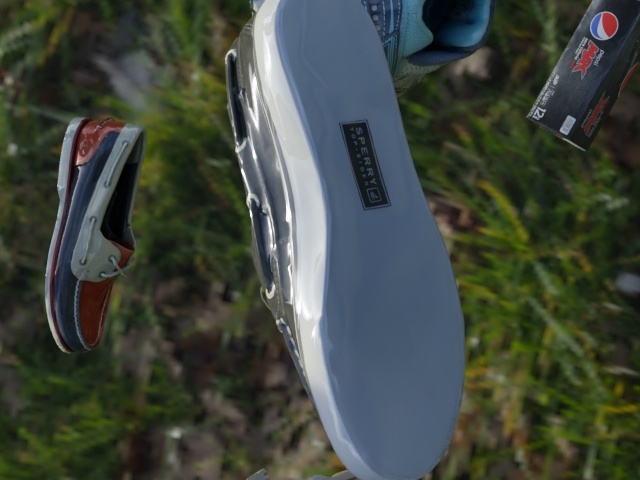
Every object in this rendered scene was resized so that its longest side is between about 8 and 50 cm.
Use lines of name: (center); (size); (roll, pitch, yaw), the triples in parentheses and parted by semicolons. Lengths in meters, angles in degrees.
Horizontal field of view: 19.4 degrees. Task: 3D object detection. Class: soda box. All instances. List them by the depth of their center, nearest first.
soda box: (0.273, -0.176, 1.829); (0.053, 0.060, 0.169); (33, 97, 29)

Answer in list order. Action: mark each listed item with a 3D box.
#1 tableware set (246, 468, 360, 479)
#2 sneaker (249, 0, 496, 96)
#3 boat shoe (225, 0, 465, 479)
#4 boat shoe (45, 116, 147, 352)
tableware set: (-0.003, 0.228, 1.260); (0.141, 0.020, 0.168); (-17, 68, 2)
sneaker: (0.062, -0.140, 1.204); (0.122, 0.283, 0.110); (-4, 100, 22)
boat shoe: (0.000, 0.000, 0.833); (0.076, 0.080, 0.228); (-28, 74, 53)
boat shoe: (-0.125, -0.001, 1.057); (0.043, 0.049, 0.137); (8, 95, 17)
